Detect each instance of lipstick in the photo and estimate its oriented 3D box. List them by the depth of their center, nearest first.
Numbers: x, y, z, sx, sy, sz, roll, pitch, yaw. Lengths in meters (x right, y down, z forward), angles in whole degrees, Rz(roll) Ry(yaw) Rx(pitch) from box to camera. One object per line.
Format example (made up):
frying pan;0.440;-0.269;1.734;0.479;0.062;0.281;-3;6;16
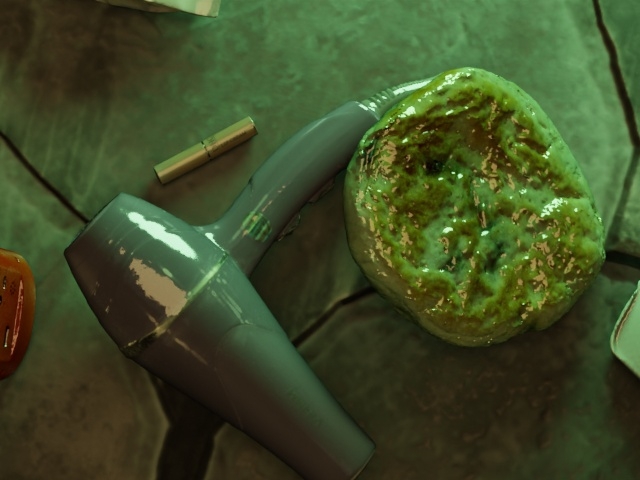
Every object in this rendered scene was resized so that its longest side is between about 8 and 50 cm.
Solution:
lipstick;-0.098;-0.076;1.640;0.094;0.019;0.019;-29;86;-5

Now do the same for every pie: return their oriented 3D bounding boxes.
pie;0.130;-0.028;1.599;0.240;0.054;0.240;2;84;-22

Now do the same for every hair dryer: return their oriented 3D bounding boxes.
hair dryer;0.000;0.000;1.604;0.301;0.121;0.361;43;79;-6

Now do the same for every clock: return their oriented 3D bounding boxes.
clock;-0.276;0.057;1.551;0.061;0.155;0.113;6;86;10

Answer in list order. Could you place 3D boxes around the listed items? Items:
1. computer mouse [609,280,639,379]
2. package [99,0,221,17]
computer mouse;0.354;0.112;1.615;0.231;0.079;0.128;41;82;5
package;-0.190;-0.310;1.641;0.251;0.062;0.204;11;83;3
